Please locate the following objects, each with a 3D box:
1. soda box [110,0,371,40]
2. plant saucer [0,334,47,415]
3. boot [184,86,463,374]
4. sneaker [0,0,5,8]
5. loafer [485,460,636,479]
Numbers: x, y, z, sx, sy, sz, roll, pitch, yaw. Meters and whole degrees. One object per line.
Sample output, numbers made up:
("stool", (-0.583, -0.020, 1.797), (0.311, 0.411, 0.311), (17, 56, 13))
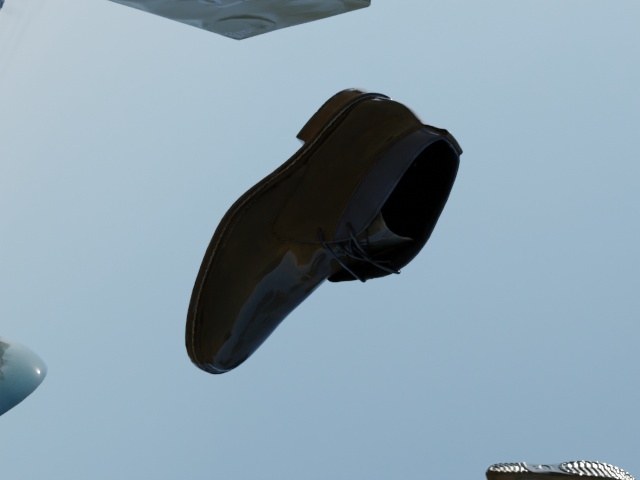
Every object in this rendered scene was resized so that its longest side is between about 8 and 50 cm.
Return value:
("soda box", (-0.059, -0.110, 0.447), (0.061, 0.181, 0.058), (-9, -100, 35))
("plant saucer", (-0.400, 0.145, 1.295), (0.317, 0.318, 0.043), (9, -62, 65))
("boot", (0.000, 0.000, 0.936), (0.106, 0.082, 0.219), (23, -102, 54))
("sneaker", (-0.189, -0.174, 0.599), (0.223, 0.098, 0.083), (58, -48, 45))
("loafer", (0.231, 0.241, 1.412), (0.056, 0.148, 0.050), (-62, 154, -81))
